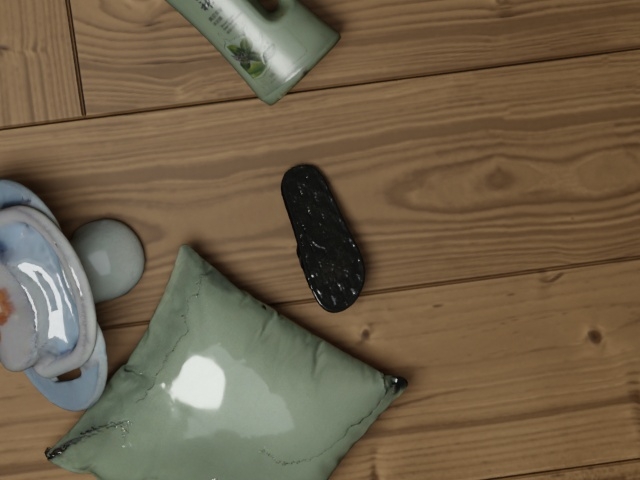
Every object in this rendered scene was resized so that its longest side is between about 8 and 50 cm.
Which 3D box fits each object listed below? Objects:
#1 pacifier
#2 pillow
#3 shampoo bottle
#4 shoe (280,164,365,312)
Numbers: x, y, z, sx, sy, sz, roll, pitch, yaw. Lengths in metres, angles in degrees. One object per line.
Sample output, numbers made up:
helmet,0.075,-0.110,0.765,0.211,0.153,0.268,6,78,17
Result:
pacifier,-0.281,0.047,1.812,0.207,0.227,0.279,-24,95,-42
pillow,-0.111,0.209,1.853,0.310,0.119,0.312,34,95,-3
shampoo bottle,-0.098,-0.273,1.807,0.118,0.087,0.234,-44,98,6
shoe,0.000,0.000,1.873,0.071,0.049,0.179,-18,80,-13
